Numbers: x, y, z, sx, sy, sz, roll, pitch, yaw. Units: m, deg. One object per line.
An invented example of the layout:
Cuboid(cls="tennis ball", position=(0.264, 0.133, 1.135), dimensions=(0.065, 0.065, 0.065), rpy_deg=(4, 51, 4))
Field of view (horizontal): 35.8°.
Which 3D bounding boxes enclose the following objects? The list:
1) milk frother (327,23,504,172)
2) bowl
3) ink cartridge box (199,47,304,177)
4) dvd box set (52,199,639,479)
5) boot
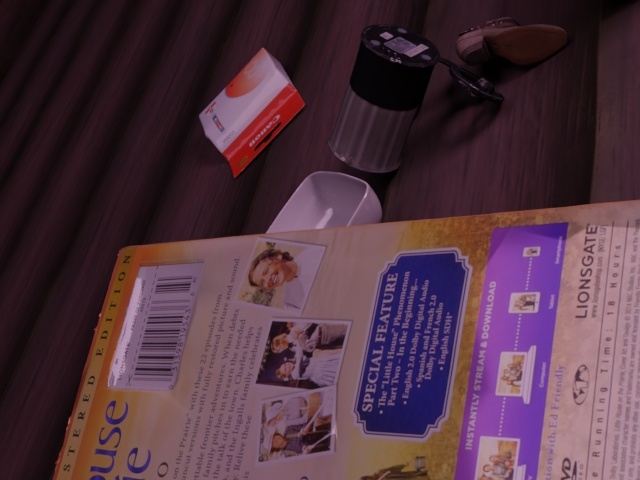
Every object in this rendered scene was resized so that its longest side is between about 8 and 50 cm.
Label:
Cuboid(cls="milk frother", position=(0.099, -0.134, 1.035), dimensions=(0.143, 0.129, 0.134), rpy_deg=(46, 135, 33))
Cuboid(cls="bowl", position=(0.000, 0.000, 1.052), dimensions=(0.142, 0.053, 0.142), rpy_deg=(-56, 31, -9))
Cuboid(cls="ink cartridge box", position=(-0.102, -0.184, 1.406), dimensions=(0.145, 0.045, 0.179), rpy_deg=(-45, 28, 11))
Cuboid(cls="dvd box set", position=(0.006, 0.140, 0.550), dimensions=(0.420, 0.062, 0.307), rpy_deg=(-6, 64, 38))
Cuboid(cls="boot", position=(0.197, -0.213, 1.034), dimensions=(0.119, 0.042, 0.087), rpy_deg=(-7, 27, 18))
